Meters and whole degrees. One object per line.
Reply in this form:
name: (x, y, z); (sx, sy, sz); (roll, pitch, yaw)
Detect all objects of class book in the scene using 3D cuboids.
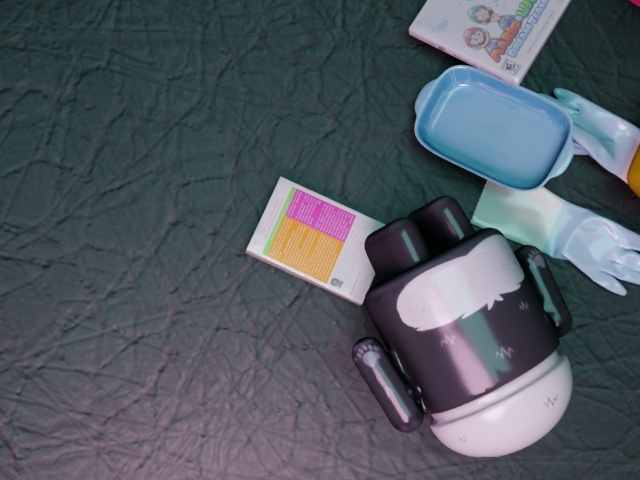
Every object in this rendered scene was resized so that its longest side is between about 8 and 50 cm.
book: (0.000, 0.000, 1.252); (0.144, 0.035, 0.096); (25, 81, -3)

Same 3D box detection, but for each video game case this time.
video game case: (0.202, -0.271, 1.270); (0.143, 0.019, 0.157); (29, 77, 15)

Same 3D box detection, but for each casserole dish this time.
casserole dish: (0.197, -0.124, 1.256); (0.188, 0.037, 0.114); (27, 84, 17)

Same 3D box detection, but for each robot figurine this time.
robot figurine: (0.154, 0.096, 1.191); (0.209, 0.173, 0.278); (-29, 89, 17)

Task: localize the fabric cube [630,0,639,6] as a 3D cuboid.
fabric cube: (0.527, -0.360, 1.215); (0.254, 0.258, 0.259); (27, 84, -4)

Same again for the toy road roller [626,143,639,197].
toy road roller: (0.501, -0.063, 1.234); (0.329, 0.240, 0.202); (35, 80, -45)

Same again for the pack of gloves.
pack of gloves: (0.319, -0.059, 1.279); (0.232, 0.046, 0.195); (26, 83, -3)
